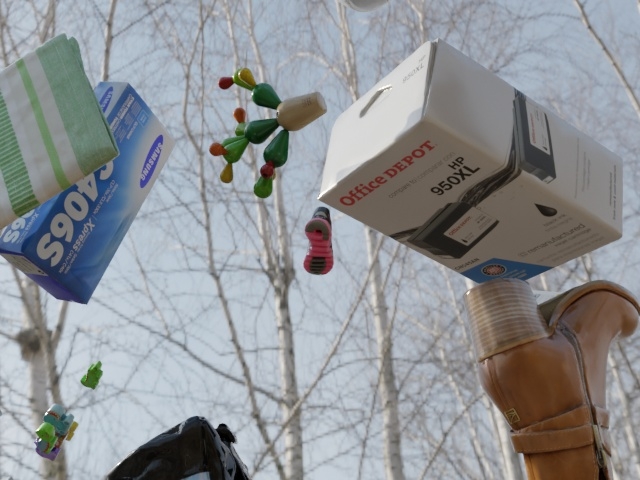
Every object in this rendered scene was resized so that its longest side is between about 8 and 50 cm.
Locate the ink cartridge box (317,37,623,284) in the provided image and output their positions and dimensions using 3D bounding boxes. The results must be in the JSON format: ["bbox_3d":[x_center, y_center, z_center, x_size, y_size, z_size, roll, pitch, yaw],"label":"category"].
[{"bbox_3d":[0.237,-0.099,1.239,0.394,0.166,0.285,26,-34,-21],"label":"ink cartridge box"}]

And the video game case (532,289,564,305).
[{"bbox_3d":[0.486,0.184,1.674,0.206,0.227,0.026,1,-58,49],"label":"video game case"}]

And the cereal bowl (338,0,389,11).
[{"bbox_3d":[0.073,-0.486,1.016,0.141,0.339,0.339,33,-45,14],"label":"cereal bowl"}]

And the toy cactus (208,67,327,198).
[{"bbox_3d":[-0.081,-0.179,1.153,0.180,0.219,0.112,-21,-31,22],"label":"toy cactus"}]

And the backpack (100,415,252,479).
[{"bbox_3d":[-0.120,0.407,0.782,0.273,0.356,0.290,-29,-23,-19],"label":"backpack"}]

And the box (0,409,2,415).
[{"bbox_3d":[-0.354,0.148,0.742,0.062,0.083,0.052,-25,2,-15],"label":"box"}]

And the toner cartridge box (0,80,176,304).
[{"bbox_3d":[-0.383,-0.083,1.302,0.075,0.348,0.165,8,-29,29],"label":"toner cartridge box"}]

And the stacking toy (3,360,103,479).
[{"bbox_3d":[-0.441,0.312,1.269,0.052,0.167,0.221,30,-56,-4],"label":"stacking toy"}]

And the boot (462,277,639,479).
[{"bbox_3d":[0.279,0.155,0.819,0.283,0.220,0.109,10,-34,-43],"label":"boot"}]

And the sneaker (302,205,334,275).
[{"bbox_3d":[0.000,0.000,1.137,0.047,0.057,0.119,7,-46,1],"label":"sneaker"}]

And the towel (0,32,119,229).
[{"bbox_3d":[-0.438,-0.117,1.045,0.324,0.248,0.038,-31,-29,6],"label":"towel"}]
